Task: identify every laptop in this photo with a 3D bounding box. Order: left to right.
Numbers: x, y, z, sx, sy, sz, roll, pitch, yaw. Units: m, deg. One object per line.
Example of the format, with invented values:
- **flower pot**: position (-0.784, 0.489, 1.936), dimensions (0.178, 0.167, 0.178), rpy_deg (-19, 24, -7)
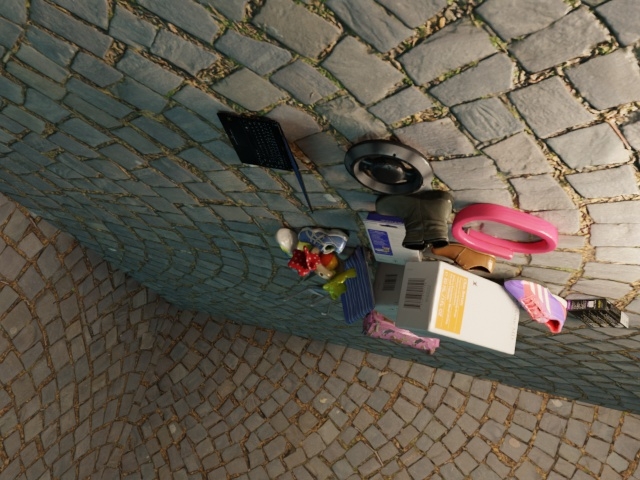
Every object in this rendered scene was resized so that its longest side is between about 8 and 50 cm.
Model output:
- **laptop**: position (-0.142, -0.202, 1.313), dimensions (0.264, 0.137, 0.234), rpy_deg (11, 157, 13)

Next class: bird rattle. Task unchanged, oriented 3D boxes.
- **bird rattle**: position (0.007, 0.099, 1.872), dimensions (0.253, 0.207, 0.143), rpy_deg (29, 119, -1)

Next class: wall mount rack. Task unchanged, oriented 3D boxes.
- **wall mount rack**: position (0.010, 0.288, 2.373), dimensions (0.304, 0.131, 0.350), rpy_deg (29, 161, -38)

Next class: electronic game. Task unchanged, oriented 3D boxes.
- **electronic game**: position (0.172, -0.182, 1.251), dimensions (0.229, 0.048, 0.229), rpy_deg (14, 157, 6)

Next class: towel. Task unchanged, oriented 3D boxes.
- **towel**: position (0.130, 0.185, 1.936), dimensions (0.040, 0.243, 0.336), rpy_deg (-6, 162, -15)

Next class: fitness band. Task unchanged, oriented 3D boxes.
- **fitness band**: position (0.519, -0.023, 1.394), dimensions (0.290, 0.054, 0.209), rpy_deg (17, 156, -3)

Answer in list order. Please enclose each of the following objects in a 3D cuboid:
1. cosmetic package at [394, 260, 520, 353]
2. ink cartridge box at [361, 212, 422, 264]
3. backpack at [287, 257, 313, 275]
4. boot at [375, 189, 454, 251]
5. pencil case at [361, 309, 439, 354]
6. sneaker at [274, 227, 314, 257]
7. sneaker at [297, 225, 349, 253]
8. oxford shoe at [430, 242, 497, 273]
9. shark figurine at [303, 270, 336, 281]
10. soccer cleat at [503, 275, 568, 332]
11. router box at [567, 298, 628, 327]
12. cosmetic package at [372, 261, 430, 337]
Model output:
- **cosmetic package**: position (0.485, 0.237, 1.696), dimensions (0.453, 0.230, 0.161), rpy_deg (19, 166, -33)
- **ink cartridge box**: position (0.242, -0.010, 1.604), dimensions (0.165, 0.065, 0.333), rpy_deg (10, 159, 18)
- **backpack**: position (-0.082, 0.092, 2.061), dimensions (0.114, 0.084, 0.105), rpy_deg (17, 157, 7)
- **boot**: position (0.244, -0.052, 1.362), dimensions (0.246, 0.161, 0.083), rpy_deg (-1, 152, 38)
- **pencil case**: position (0.408, 0.457, 2.502), dimensions (0.385, 0.167, 0.160), rpy_deg (17, 123, -3)
- **sneaker**: position (-0.126, 0.025, 1.920), dimensions (0.126, 0.091, 0.240), rpy_deg (0, 154, 38)
- **sneaker**: position (0.000, 0.000, 1.779), dimensions (0.211, 0.081, 0.080), rpy_deg (3, 156, 37)
- **oxford shoe**: position (0.459, 0.057, 1.594), dimensions (0.212, 0.076, 0.076), rpy_deg (13, 160, 14)
- **shark figurine**: position (0.080, 0.194, 2.157), dimensions (0.278, 0.116, 0.166), rpy_deg (26, 156, -26)
- **soccer cleat**: position (0.754, 0.220, 1.716), dimensions (0.318, 0.117, 0.108), rpy_deg (29, 156, -29)
- **router box**: position (0.982, 0.260, 1.743), dimensions (0.178, 0.046, 0.133), rpy_deg (31, 155, -31)
- **cosmetic package**: position (0.370, 0.238, 1.938), dimensions (0.155, 0.197, 0.365), rpy_deg (-6, 148, 43)
